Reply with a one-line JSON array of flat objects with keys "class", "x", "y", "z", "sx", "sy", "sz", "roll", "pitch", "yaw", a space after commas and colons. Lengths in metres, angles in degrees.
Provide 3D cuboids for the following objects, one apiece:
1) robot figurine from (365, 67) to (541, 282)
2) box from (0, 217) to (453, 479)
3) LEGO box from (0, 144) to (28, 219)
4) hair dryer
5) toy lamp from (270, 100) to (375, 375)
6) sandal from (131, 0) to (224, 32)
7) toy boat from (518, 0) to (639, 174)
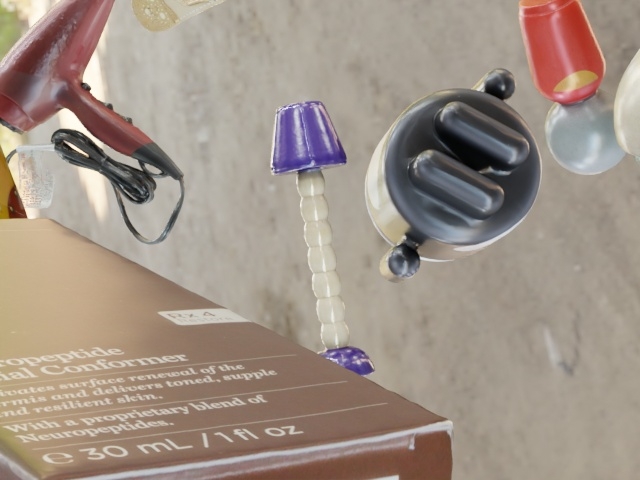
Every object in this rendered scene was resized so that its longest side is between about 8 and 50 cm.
[{"class": "robot figurine", "x": 0.137, "y": -0.069, "z": 1.691, "sx": 0.278, "sy": 0.209, "sz": 0.173, "roll": 128, "pitch": 119, "yaw": -81}, {"class": "box", "x": -0.130, "y": 0.096, "z": 0.727, "sx": 0.381, "sy": 0.191, "sz": 0.143, "roll": 19, "pitch": 109, "yaw": 52}, {"class": "LEGO box", "x": -0.503, "y": 0.005, "z": 1.249, "sx": 0.500, "sy": 0.373, "sz": 0.193, "roll": -33, "pitch": -77, "yaw": -79}, {"class": "hair dryer", "x": -0.248, "y": -0.139, "z": 1.657, "sx": 0.080, "sy": 0.224, "sz": 0.293, "roll": 18, "pitch": -110, "yaw": -82}, {"class": "toy lamp", "x": 0.000, "y": 0.000, "z": 1.543, "sx": 0.080, "sy": 0.080, "sz": 0.274, "roll": 175, "pitch": 87, "yaw": -70}, {"class": "sandal", "x": -0.150, "y": -0.276, "z": 1.679, "sx": 0.088, "sy": 0.079, "sz": 0.240, "roll": 54, "pitch": 141, "yaw": -6}, {"class": "toy boat", "x": 0.276, "y": -0.111, "z": 1.093, "sx": 0.318, "sy": 0.267, "sz": 0.148, "roll": 7, "pitch": 126, "yaw": 49}]
